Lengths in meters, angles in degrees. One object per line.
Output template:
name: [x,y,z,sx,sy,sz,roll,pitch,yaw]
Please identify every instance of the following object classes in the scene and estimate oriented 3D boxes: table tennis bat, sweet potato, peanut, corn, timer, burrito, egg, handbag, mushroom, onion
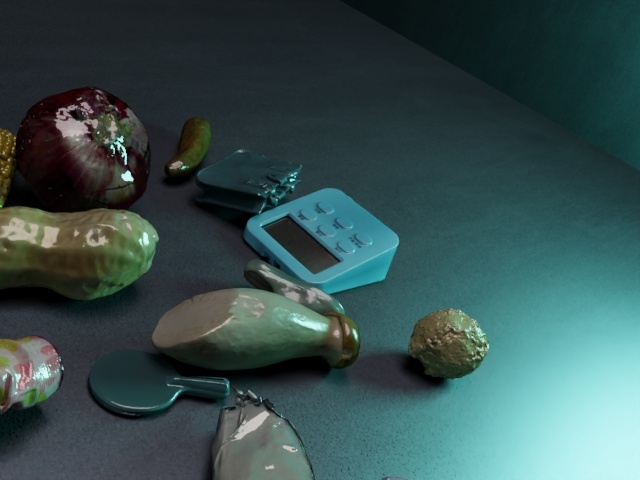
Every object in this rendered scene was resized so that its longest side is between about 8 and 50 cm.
table tennis bat: [-0.228,0.204,1.151,0.201,0.033,0.124,9,32,-18]
sweet potato: [-0.287,-0.200,1.779,0.075,0.075,0.273,17,32,-8]
peanut: [-0.412,0.017,1.249,0.313,0.149,0.149,5,32,-23]
corn: [-0.576,-0.103,1.387,0.096,0.097,0.320,12,32,-17]
timer: [0.000,0.000,1.607,0.250,0.091,0.232,-15,45,-43]
burrito: [-0.066,0.324,0.977,0.138,0.101,0.445,-2,32,-8]
egg: [0.223,0.181,1.410,0.140,0.116,0.118,15,56,-4]
handbag: [-0.146,-0.124,1.700,0.179,0.062,0.229,12,25,19]
mushroom: [-0.093,0.144,1.257,0.350,0.128,0.128,9,30,-31]
onion: [-0.433,-0.154,1.467,0.252,0.219,0.252,11,70,-33]

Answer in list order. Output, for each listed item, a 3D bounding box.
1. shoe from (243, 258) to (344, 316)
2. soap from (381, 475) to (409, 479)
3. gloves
shoe: [-0.057,0.107,1.415,0.195,0.079,0.078,31,64,2]
soap: [0.174,0.425,0.959,0.323,0.109,0.192,36,31,23]
gloves: [-0.439,0.179,0.961,0.145,0.126,0.241,41,26,23]
